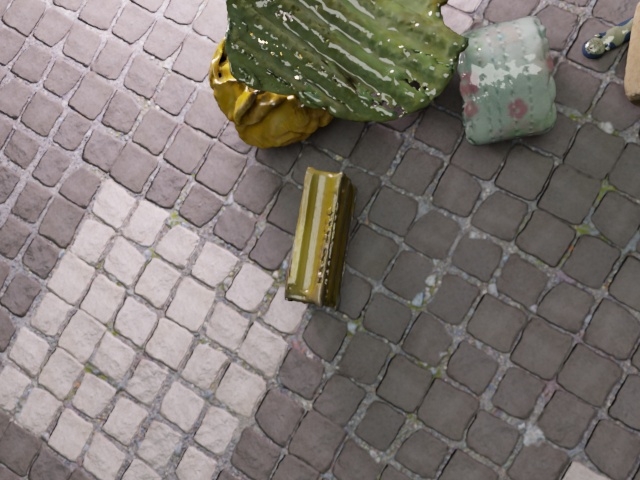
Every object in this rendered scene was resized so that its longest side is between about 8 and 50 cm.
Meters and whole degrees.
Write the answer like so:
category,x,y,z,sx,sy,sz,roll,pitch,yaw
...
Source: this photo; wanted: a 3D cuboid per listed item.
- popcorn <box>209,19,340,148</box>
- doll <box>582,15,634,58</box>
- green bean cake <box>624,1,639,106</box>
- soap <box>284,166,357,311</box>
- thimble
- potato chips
category,x,y,z,sx,sy,sz,roll,pitch,yaw
popcorn,-0.078,-0.278,1.344,0.250,0.190,0.250,-3,82,21
doll,0.501,-0.345,1.281,0.125,0.027,0.037,-29,75,9
green bean cake,0.554,-0.306,1.208,0.085,0.109,0.179,13,86,-15
soap,0.002,0.000,1.306,0.076,0.135,0.233,6,84,16
thimble,0.299,-0.267,1.251,0.149,0.185,0.211,-9,45,12
potato chips,0.044,-0.383,1.206,0.389,0.097,0.373,11,79,1
